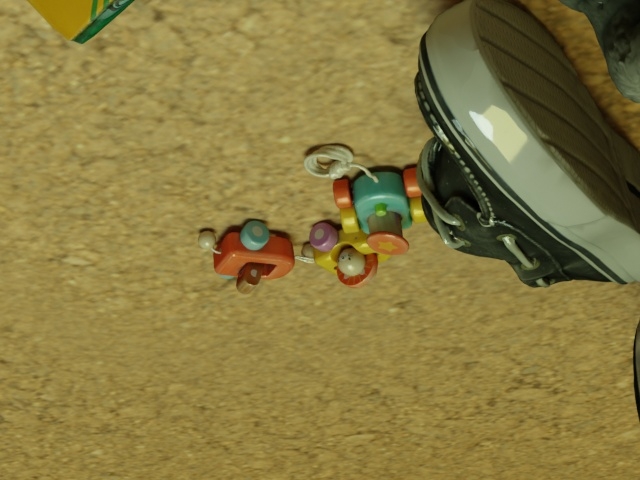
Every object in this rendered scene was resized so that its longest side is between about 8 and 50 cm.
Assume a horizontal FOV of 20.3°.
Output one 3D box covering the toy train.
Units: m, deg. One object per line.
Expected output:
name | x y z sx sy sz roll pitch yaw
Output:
toy train | 0.000 0.000 1.184 0.125 0.046 0.166 10 150 -28

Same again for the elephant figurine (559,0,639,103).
elephant figurine | 0.116 -0.160 0.568 0.186 0.169 0.239 -13 159 12

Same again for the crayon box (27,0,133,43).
crayon box | -0.109 -0.216 0.533 0.278 0.081 0.165 47 135 -8

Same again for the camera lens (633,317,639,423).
camera lens | 0.374 0.097 1.249 0.274 0.219 0.219 -23 148 31

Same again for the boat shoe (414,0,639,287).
boat shoe | 0.116 -0.030 1.060 0.119 0.121 0.335 -20 152 19
